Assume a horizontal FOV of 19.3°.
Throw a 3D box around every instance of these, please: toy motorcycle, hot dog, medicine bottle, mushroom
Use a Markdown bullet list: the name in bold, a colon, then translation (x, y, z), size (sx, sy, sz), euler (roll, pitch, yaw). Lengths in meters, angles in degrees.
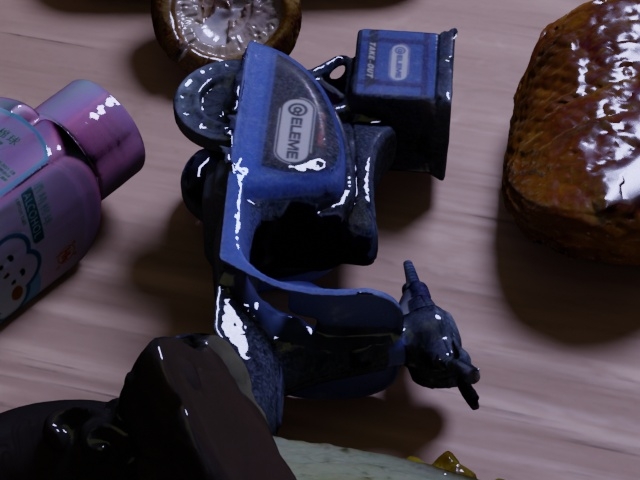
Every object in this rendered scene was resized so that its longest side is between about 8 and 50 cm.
- **toy motorcycle**: translation (0.000, 0.000, 1.244), size (0.212, 0.125, 0.359), euler (3, 49, 3)
- **hot dog**: translation (0.206, -0.069, 1.315), size (0.160, 0.099, 0.227), euler (11, 49, 12)
- **medicine bottle**: translation (-0.212, -0.029, 1.279), size (0.094, 0.119, 0.188), euler (32, 56, 28)
- **mushroom**: translation (-0.071, -0.177, 1.439), size (0.123, 0.052, 0.123), euler (-1, 82, 5)

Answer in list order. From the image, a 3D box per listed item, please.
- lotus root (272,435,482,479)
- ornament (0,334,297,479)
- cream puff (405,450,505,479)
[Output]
- **lotus root**: translation (0.040, 0.219, 1.036), size (0.314, 0.210, 0.142), euler (23, 7, 18)
- **ornament**: translation (-0.120, 0.194, 0.972), size (0.260, 0.106, 0.251), euler (-31, 78, 22)
- **cream puff**: translation (0.078, 0.166, 1.135), size (0.083, 0.083, 0.058), euler (-13, 2, 5)
